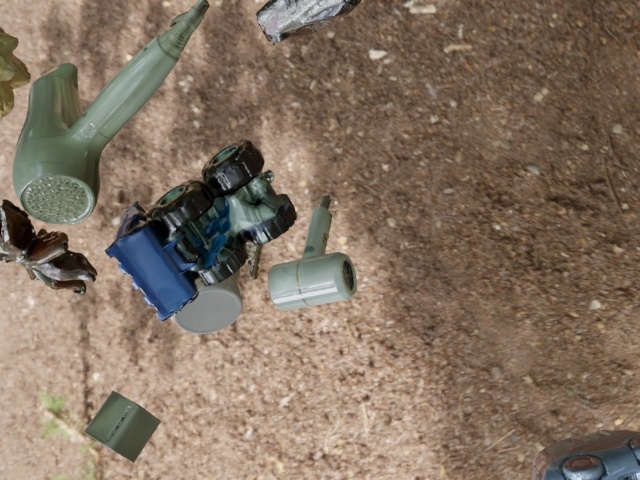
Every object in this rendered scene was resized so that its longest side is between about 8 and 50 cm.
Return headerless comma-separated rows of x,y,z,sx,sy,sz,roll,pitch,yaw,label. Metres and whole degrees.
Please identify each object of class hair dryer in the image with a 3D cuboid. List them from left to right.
-0.189,-0.149,0.623,0.237,0.075,0.206,-38,45,17,hair dryer
0.000,0.000,1.561,0.173,0.107,0.357,-11,42,21,hair dryer

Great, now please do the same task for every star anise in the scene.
-0.540,0.012,1.264,0.288,0.288,0.088,3,59,35,star anise

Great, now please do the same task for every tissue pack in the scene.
0.025,-0.567,1.522,0.245,0.332,0.123,-20,113,42,tissue pack

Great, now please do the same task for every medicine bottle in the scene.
-0.323,0.065,1.805,0.208,0.208,0.340,-46,42,22,medicine bottle

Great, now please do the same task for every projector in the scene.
-0.333,0.314,1.147,0.083,0.083,0.082,18,64,31,projector

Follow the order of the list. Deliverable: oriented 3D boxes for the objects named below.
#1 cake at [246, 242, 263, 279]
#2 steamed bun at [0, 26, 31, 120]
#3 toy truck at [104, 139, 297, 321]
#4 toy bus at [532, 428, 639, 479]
-0.173,0.029,1.719,0.055,0.051,0.140,9,84,14,cake
-0.736,-0.368,1.335,0.295,0.292,0.137,54,142,5,steamed bun
-0.143,-0.019,0.794,0.208,0.113,0.126,-40,27,-18,toy truck
0.533,0.465,1.295,0.294,0.232,0.197,-16,95,-6,toy bus
